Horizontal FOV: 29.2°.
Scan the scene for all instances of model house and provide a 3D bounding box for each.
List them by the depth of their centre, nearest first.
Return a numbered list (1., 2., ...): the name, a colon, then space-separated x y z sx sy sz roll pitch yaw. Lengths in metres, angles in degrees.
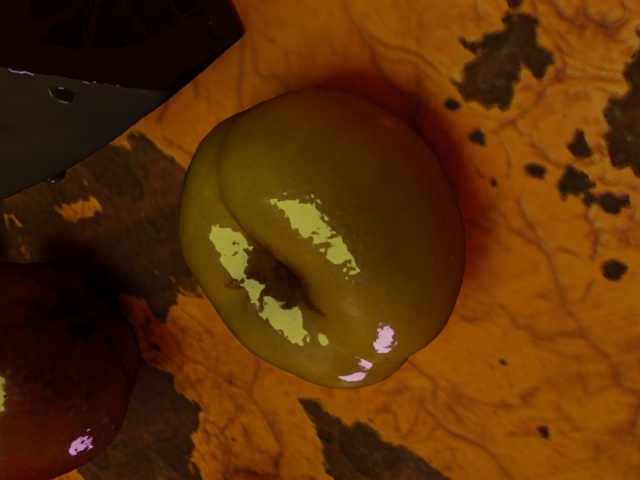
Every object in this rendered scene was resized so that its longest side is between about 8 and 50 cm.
1. model house: -0.213 -0.108 0.677 0.211 0.243 0.204 -22 105 47

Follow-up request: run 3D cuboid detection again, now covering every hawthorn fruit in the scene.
1. hawthorn fruit: -0.231 0.117 0.917 0.162 0.162 0.203 43 119 6

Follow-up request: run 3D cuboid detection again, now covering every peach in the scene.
1. peach: 0.000 0.000 0.687 0.179 0.103 0.179 25 133 29
